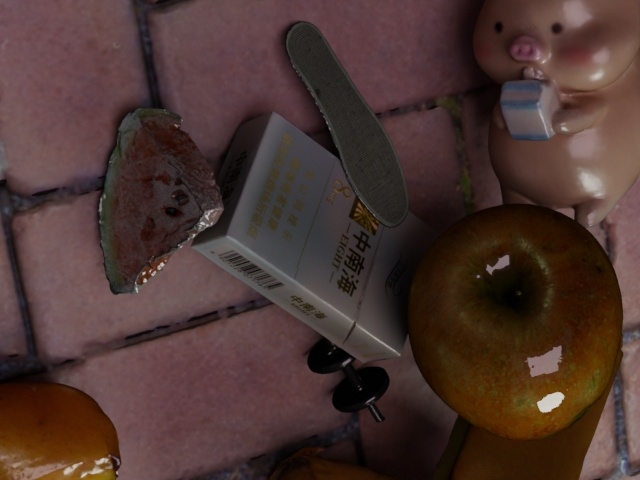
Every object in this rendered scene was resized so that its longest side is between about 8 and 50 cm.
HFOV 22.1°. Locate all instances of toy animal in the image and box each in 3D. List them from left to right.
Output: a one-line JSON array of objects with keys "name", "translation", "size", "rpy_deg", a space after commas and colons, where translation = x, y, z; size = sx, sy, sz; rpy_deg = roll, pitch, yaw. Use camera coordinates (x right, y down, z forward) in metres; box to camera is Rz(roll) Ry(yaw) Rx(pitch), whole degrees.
[{"name": "toy animal", "translation": [0.242, -0.175, 1.677], "size": [0.213, 0.195, 0.256], "rpy_deg": [-56, 144, -37]}]

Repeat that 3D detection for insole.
[{"name": "insole", "translation": [0.031, -0.119, 1.667], "size": [0.080, 0.003, 0.232], "rpy_deg": [-37, 102, -40]}]

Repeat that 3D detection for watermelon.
[{"name": "watermelon", "translation": [-0.144, -0.031, 1.592], "size": [0.071, 0.139, 0.187], "rpy_deg": [-4, 105, -48]}]

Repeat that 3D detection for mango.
[{"name": "mango", "translation": [-0.332, 0.231, 1.575], "size": [0.257, 0.138, 0.187], "rpy_deg": [-3, 117, -19]}]

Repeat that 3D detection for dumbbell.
[{"name": "dumbbell", "translation": [0.030, 0.138, 1.741], "size": [0.069, 0.069, 0.147], "rpy_deg": [-36, 115, -11]}]

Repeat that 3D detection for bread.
[{"name": "bread", "translation": [0.215, 0.198, 1.727], "size": [0.138, 0.077, 0.361], "rpy_deg": [36, 51, -10]}]

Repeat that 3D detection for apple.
[{"name": "apple", "translation": [0.199, 0.083, 1.635], "size": [0.237, 0.237, 0.207], "rpy_deg": [-38, 151, -9]}]

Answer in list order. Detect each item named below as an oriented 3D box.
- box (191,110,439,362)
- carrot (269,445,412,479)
[{"name": "box", "translation": [0.000, 0.000, 1.657], "size": [0.243, 0.067, 0.155], "rpy_deg": [34, 61, -28]}, {"name": "carrot", "translation": [0.098, 0.368, 1.753], "size": [0.340, 0.224, 0.224], "rpy_deg": [19, 96, -22]}]
